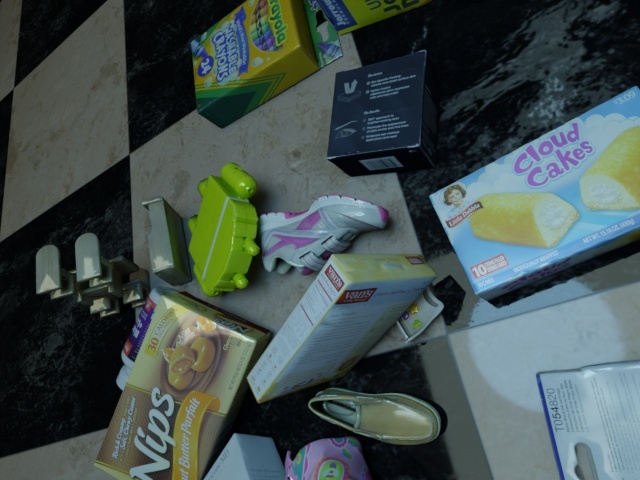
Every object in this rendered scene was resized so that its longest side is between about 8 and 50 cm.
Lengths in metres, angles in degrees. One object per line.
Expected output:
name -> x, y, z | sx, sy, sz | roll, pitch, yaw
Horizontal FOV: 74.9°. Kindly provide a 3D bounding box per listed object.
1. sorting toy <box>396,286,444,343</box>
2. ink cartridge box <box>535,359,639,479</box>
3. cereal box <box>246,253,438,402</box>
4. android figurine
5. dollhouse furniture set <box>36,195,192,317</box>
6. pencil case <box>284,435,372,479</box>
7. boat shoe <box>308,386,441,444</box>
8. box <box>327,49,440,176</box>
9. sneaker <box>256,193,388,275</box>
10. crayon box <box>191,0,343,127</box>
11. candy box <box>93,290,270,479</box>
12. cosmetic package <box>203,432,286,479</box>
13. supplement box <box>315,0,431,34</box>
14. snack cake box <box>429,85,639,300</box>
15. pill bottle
sorting toy -> 0.137, 0.098, 0.613 | 0.075, 0.045, 0.083 | -36, 60, 10
ink cartridge box -> 0.365, 0.236, 0.422 | 0.223, 0.045, 0.224 | -20, 67, 38
cereal box -> 0.026, 0.114, 0.553 | 0.047, 0.173, 0.240 | 55, 125, 32
android figurine -> -0.183, -0.014, 0.777 | 0.273, 0.056, 0.248 | 40, 115, 49
dollhouse furniture set -> -0.412, 0.032, 0.868 | 0.241, 0.212, 0.161 | -17, 68, -2
pencil case -> 0.038, 0.372, 0.487 | 0.124, 0.124, 0.284 | -49, 31, 11
boat shoe -> 0.069, 0.250, 0.589 | 0.189, 0.072, 0.068 | -6, 74, 30
box -> 0.105, -0.198, 0.680 | 0.155, 0.093, 0.159 | 0, 77, 31
sneaker -> 0.000, 0.000, 0.693 | 0.252, 0.103, 0.111 | -14, 71, 36
crayon box -> -0.128, -0.407, 0.887 | 0.322, 0.083, 0.203 | -22, 66, 24
candy box -> -0.233, 0.269, 0.715 | 0.182, 0.087, 0.317 | 23, 93, 11
cosmetic package -> -0.090, 0.407, 0.591 | 0.117, 0.085, 0.231 | -58, 37, 7
supplement box -> 0.080, -0.606, 0.749 | 0.195, 0.194, 0.357 | -4, 75, 30
snack cake box -> 0.294, -0.046, 0.526 | 0.264, 0.089, 0.152 | -29, 64, 21
pill bottle -> -0.318, 0.198, 0.817 | 0.108, 0.108, 0.194 | 26, 91, 34
